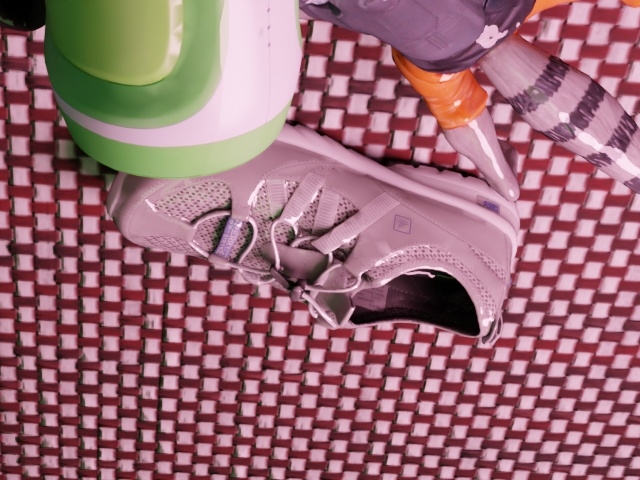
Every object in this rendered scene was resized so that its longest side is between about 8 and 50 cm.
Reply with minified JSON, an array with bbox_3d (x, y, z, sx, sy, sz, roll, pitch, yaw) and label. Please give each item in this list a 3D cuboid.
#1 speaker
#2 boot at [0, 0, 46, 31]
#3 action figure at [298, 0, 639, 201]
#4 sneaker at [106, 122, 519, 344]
[{"bbox_3d":[-0.070,-0.178,0.829,0.131,0.131,0.297,0,127,0],"label":"speaker"},{"bbox_3d":[-0.171,-0.222,0.879,0.088,0.176,0.244,0,142,25],"label":"boot"},{"bbox_3d":[0.103,-0.161,0.971,0.341,0.179,0.330,-30,142,33],"label":"action figure"},{"bbox_3d":[0.000,0.000,1.209,0.281,0.115,0.105,8,141,-9],"label":"sneaker"}]
